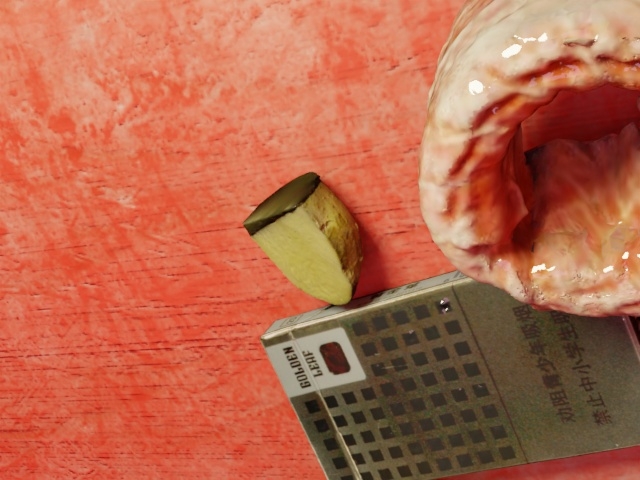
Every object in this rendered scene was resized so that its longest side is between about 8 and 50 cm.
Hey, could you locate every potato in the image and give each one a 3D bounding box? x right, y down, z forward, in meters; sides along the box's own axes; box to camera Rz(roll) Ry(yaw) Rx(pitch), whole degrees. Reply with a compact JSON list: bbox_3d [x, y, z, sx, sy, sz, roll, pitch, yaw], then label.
[{"bbox_3d":[0.000,0.000,0.805,0.096,0.066,0.103,-12,117,52],"label":"potato"}]

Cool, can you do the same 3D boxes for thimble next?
[{"bbox_3d":[0.183,-0.072,0.607,0.239,0.162,0.239,7,133,7],"label":"thimble"}]

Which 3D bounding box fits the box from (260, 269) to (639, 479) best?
[{"bbox_3d":[0.119,0.118,0.811,0.325,0.047,0.180,-18,103,29],"label":"box"}]
